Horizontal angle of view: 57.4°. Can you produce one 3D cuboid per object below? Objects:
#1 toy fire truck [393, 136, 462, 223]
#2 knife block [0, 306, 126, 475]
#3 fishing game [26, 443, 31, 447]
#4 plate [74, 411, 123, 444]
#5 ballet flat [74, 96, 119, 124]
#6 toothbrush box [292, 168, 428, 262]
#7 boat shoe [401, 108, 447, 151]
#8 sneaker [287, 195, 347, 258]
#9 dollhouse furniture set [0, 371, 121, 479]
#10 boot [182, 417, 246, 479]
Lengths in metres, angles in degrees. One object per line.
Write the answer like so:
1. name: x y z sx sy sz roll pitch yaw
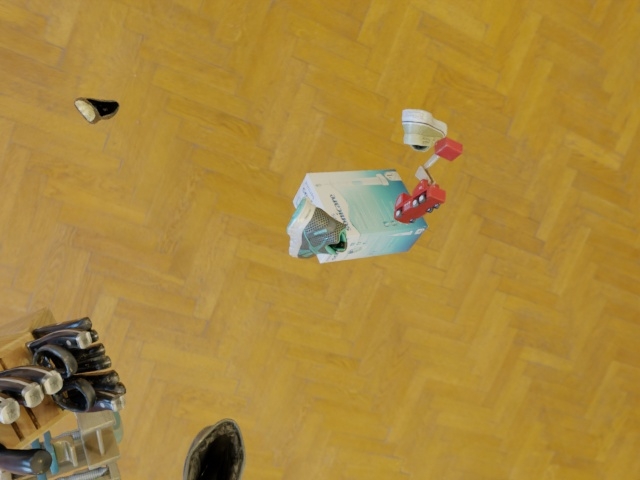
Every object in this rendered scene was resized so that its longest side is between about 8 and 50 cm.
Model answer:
1. toy fire truck: 0.234 -0.129 1.293 0.047 0.192 0.135 19 62 -22
2. knife block: -0.309 0.151 0.508 0.276 0.242 0.088 -23 102 -7
3. fishing game: -0.668 0.473 1.271 0.041 0.264 0.189 38 77 -25
4. plate: -0.559 0.437 1.487 0.024 0.188 0.188 -37 113 1
5. ballet flat: -0.441 -0.263 1.150 0.049 0.173 0.057 -31 106 3
6. toothbrush box: 0.106 -0.072 1.584 0.296 0.216 0.126 -7 147 -31
7. boat shoe: 0.276 -0.293 1.612 0.109 0.302 0.094 13 97 23
8. sneaker: 0.000 0.000 0.790 0.076 0.166 0.064 26 79 7
9. dollhouse furniture set: -0.325 0.242 0.714 0.130 0.129 0.183 -13 134 -27
10. boot: -0.123 0.251 0.646 0.076 0.189 0.208 6 134 -6
